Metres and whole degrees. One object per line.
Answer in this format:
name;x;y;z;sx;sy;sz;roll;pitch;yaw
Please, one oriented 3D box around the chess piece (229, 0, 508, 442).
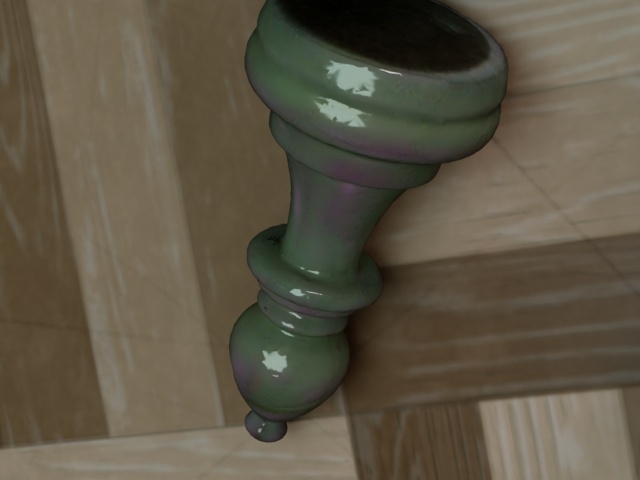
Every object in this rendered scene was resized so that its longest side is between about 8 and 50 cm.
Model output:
chess piece;0.000;0.000;0.958;0.139;0.139;0.271;29;120;19
